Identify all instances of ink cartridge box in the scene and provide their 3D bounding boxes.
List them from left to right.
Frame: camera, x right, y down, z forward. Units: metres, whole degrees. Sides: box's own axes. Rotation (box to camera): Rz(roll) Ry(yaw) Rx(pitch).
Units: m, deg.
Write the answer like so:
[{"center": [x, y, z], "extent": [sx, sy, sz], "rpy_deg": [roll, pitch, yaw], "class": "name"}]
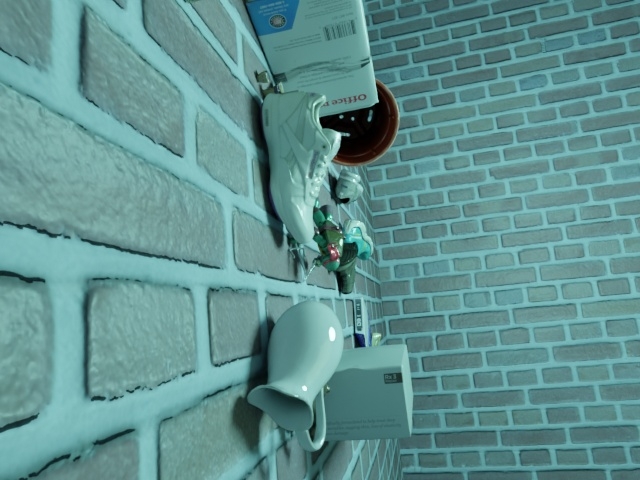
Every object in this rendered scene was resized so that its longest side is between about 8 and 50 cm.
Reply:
[{"center": [-0.004, -0.445, 0.995], "extent": [0.307, 0.223, 0.128], "rpy_deg": [66, 19, -54], "class": "ink cartridge box"}, {"center": [0.171, 0.363, 1.758], "extent": [0.206, 0.045, 0.208], "rpy_deg": [68, 17, -53], "class": "ink cartridge box"}]

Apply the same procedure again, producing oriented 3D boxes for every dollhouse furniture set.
[{"center": [-0.074, -0.332, 0.939], "extent": [0.114, 0.081, 0.090], "rpy_deg": [-81, 160, -54], "class": "dollhouse furniture set"}]

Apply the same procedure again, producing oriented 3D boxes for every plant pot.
[{"center": [0.097, -0.401, 1.427], "extent": [0.265, 0.273, 0.272], "rpy_deg": [-91, 170, -68], "class": "plant pot"}]

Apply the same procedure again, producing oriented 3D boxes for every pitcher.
[{"center": [-0.023, 0.218, 0.730], "extent": [0.207, 0.126, 0.177], "rpy_deg": [-68, 140, -53], "class": "pitcher"}]

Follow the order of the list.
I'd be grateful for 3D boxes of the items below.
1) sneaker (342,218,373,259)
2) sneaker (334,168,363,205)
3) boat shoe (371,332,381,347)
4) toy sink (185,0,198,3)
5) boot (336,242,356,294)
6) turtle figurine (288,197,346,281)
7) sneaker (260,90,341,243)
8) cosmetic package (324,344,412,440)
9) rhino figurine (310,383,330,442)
[{"center": [0.133, 0.017, 1.738], "extent": [0.275, 0.107, 0.109], "rpy_deg": [54, 50, -57], "class": "sneaker"}, {"center": [0.088, -0.184, 1.668], "extent": [0.115, 0.105, 0.281], "rpy_deg": [-62, 169, -3], "class": "sneaker"}, {"center": [0.227, 0.467, 1.876], "extent": [0.056, 0.048, 0.152], "rpy_deg": [-149, -117, -76], "class": "boat shoe"}, {"center": [-0.121, -0.460, 0.630], "extent": [0.234, 0.153, 0.131], "rpy_deg": [-84, 162, -46], "class": "toy sink"}, {"center": [0.087, 0.107, 1.451], "extent": [0.246, 0.084, 0.161], "rpy_deg": [-46, 134, -73], "class": "boot"}, {"center": [0.000, 0.000, 1.031], "extent": [0.175, 0.118, 0.234], "rpy_deg": [67, 14, -53], "class": "turtle figurine"}, {"center": [-0.029, -0.145, 0.870], "extent": [0.114, 0.152, 0.304], "rpy_deg": [-44, 127, -78], "class": "sneaker"}, {"center": [0.116, 0.361, 1.097], "extent": [0.385, 0.218, 0.156], "rpy_deg": [20, 63, -75], "class": "cosmetic package"}, {"center": [-0.019, 0.258, 0.859], "extent": [0.243, 0.073, 0.106], "rpy_deg": [-83, 165, -54], "class": "rhino figurine"}]
